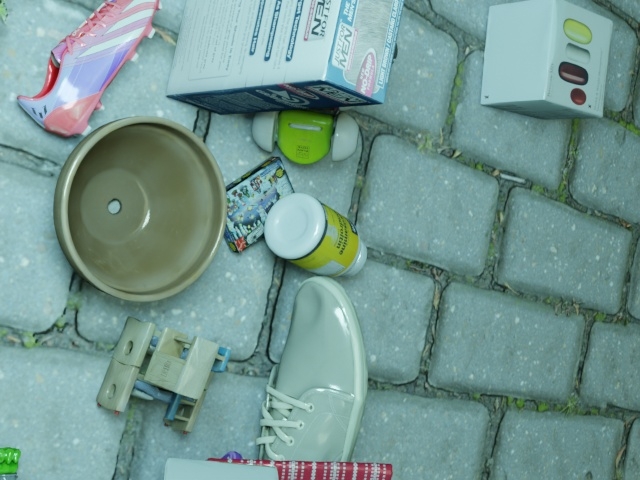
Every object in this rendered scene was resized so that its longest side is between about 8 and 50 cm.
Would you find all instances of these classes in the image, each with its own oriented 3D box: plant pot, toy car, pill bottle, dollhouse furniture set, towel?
[{"bbox_3d":[-0.250,-0.043,1.134,0.237,0.110,0.237,-4,96,-41],"label":"plant pot"},{"bbox_3d":[-0.016,-0.210,1.305,0.136,0.159,0.181,-78,175,-64],"label":"toy car"},{"bbox_3d":[0.000,0.000,1.336,0.184,0.103,0.103,29,75,-57],"label":"pill bottle"},{"bbox_3d":[-0.187,0.194,1.159,0.129,0.184,0.128,28,76,-38],"label":"dollhouse furniture set"},{"bbox_3d":[-0.042,0.404,1.241,0.275,0.031,0.198,4,105,-11],"label":"towel"}]

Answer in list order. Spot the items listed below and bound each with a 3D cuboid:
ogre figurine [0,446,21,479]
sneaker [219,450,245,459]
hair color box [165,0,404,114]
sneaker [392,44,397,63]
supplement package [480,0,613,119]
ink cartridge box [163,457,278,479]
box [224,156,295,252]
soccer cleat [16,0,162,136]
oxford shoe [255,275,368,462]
[{"bbox_3d":[-0.447,0.327,1.014,0.197,0.097,0.118,-14,92,-50],"label":"ogre figurine"},{"bbox_3d":[-0.180,0.360,1.260,0.170,0.068,0.071,-33,109,-32],"label":"sneaker"},{"bbox_3d":[-0.055,-0.262,1.121,0.105,0.347,0.173,15,85,-40],"label":"hair color box"},{"bbox_3d":[0.014,-0.323,1.353,0.209,0.094,0.081,28,87,-15],"label":"sneaker"},{"bbox_3d":[0.435,-0.343,1.655,0.203,0.149,0.194,4,92,-41],"label":"supplement package"},{"bbox_3d":[-0.145,0.414,1.161,0.154,0.093,0.212,7,105,-10],"label":"ink cartridge box"},{"bbox_3d":[-0.099,-0.055,1.312,0.137,0.027,0.094,-38,118,-31],"label":"box"},{"bbox_3d":[-0.290,-0.247,1.104,0.095,0.083,0.248,35,75,-32],"label":"soccer cleat"},{"bbox_3d":[-0.031,0.278,1.318,0.130,0.169,0.449,4,96,-39],"label":"oxford shoe"}]
